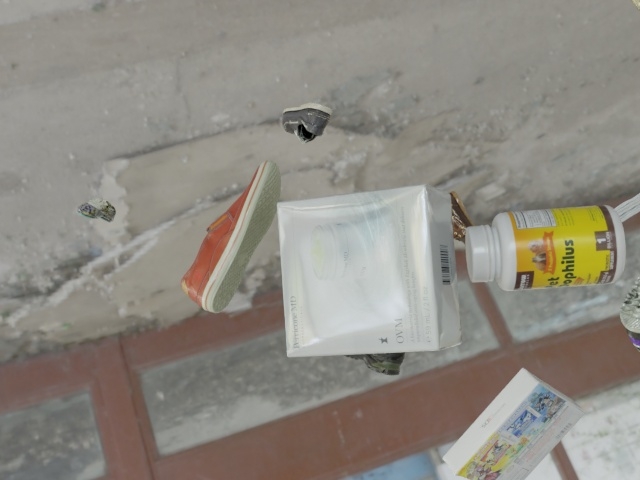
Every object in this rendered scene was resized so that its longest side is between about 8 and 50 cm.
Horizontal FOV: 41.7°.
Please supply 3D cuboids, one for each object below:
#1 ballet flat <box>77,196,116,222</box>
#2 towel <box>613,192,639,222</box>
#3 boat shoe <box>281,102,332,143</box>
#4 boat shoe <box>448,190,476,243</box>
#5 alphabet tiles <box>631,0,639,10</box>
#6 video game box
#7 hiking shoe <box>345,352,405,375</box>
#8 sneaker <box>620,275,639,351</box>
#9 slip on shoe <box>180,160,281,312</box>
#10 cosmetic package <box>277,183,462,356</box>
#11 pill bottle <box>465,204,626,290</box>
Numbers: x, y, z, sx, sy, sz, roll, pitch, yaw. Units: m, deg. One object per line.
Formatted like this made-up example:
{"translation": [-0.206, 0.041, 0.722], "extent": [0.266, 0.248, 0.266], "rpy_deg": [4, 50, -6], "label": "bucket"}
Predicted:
{"translation": [-0.403, -0.059, 1.519], "extent": [0.041, 0.041, 0.114], "rpy_deg": [-24, 171, 8], "label": "ballet flat"}
{"translation": [0.605, -0.050, 1.742], "extent": [0.209, 0.034, 0.285], "rpy_deg": [-31, 172, -2], "label": "towel"}
{"translation": [-0.038, -0.235, 1.734], "extent": [0.075, 0.064, 0.206], "rpy_deg": [17, 173, -20], "label": "boat shoe"}
{"translation": [0.390, -0.037, 2.359], "extent": [0.073, 0.207, 0.073], "rpy_deg": [-26, 166, -16], "label": "boat shoe"}
{"translation": [0.802, -0.540, 1.681], "extent": [0.343, 0.285, 0.011], "rpy_deg": [-35, 171, 7], "label": "alphabet tiles"}
{"translation": [0.328, 0.327, 1.414], "extent": [0.205, 0.048, 0.187], "rpy_deg": [-50, 135, 7], "label": "video game box"}
{"translation": [0.091, 0.210, 1.867], "extent": [0.114, 0.227, 0.086], "rpy_deg": [-64, 165, -3], "label": "hiking shoe"}
{"translation": [0.666, 0.106, 1.580], "extent": [0.293, 0.102, 0.146], "rpy_deg": [-44, 122, -23], "label": "sneaker"}
{"translation": [-0.175, -0.019, 1.669], "extent": [0.331, 0.101, 0.123], "rpy_deg": [-64, 159, -13], "label": "slip on shoe"}
{"translation": [0.069, 0.047, 1.201], "extent": [0.225, 0.224, 0.138], "rpy_deg": [-6, 175, 23], "label": "cosmetic package"}
{"translation": [0.326, 0.013, 1.237], "extent": [0.215, 0.117, 0.117], "rpy_deg": [-5, 157, 3], "label": "pill bottle"}
